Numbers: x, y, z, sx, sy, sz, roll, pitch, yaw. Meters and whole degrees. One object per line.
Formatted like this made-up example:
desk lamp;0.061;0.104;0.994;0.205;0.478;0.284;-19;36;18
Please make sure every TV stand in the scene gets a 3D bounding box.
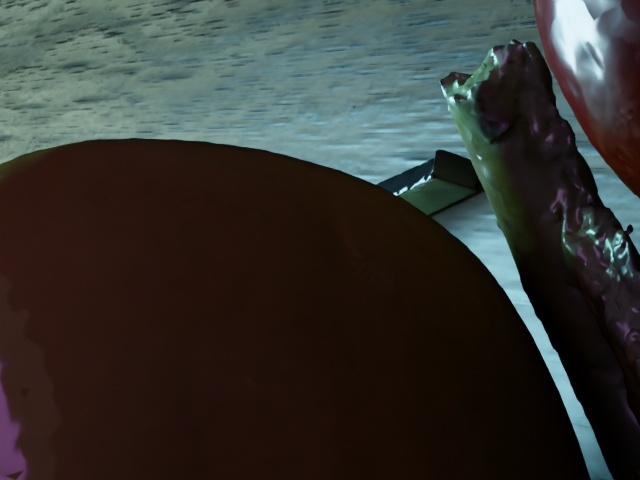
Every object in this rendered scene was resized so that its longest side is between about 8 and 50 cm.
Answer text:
TV stand;0.000;0.000;0.874;0.249;0.036;0.042;-25;54;49

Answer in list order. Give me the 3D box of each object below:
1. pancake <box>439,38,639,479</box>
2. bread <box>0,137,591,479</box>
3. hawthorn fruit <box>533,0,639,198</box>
pancake;0.123;0.089;0.506;0.054;0.197;0.377;-23;61;5
bread;-0.009;0.176;0.556;0.348;0.252;0.376;75;-173;-60
hawthorn fruit;0.158;-0.108;0.471;0.242;0.271;0.242;-168;90;-71
